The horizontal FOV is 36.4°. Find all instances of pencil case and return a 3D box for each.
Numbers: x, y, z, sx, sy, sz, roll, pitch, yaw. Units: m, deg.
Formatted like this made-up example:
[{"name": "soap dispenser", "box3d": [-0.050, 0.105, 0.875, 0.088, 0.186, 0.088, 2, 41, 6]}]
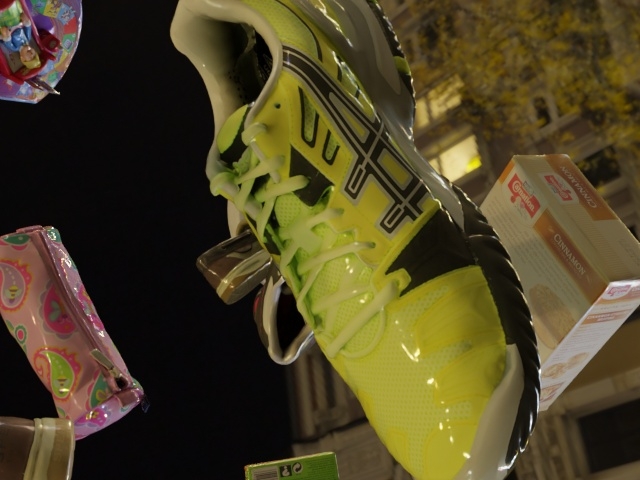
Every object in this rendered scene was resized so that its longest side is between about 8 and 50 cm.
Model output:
[{"name": "pencil case", "box3d": [-0.337, 0.117, 1.273, 0.124, 0.124, 0.284, -15, -114, -47]}]

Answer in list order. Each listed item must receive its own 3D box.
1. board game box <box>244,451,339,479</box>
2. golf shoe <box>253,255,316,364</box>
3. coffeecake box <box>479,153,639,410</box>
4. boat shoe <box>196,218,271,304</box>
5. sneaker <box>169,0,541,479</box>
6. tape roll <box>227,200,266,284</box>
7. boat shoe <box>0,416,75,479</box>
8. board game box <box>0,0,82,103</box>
[{"name": "board game box", "box3d": [-0.023, 0.425, 1.310, 0.124, 0.039, 0.260, -7, -100, -13]}, {"name": "golf shoe", "box3d": [0.000, 0.000, 1.006, 0.105, 0.273, 0.120, 13, -162, -4]}, {"name": "coffeecake box", "box3d": [0.182, 0.041, 0.839, 0.068, 0.186, 0.142, -4, -131, -33]}, {"name": "boat shoe", "box3d": [-0.072, 0.000, 1.203, 0.073, 0.080, 0.223, 44, -144, 4]}, {"name": "sneaker", "box3d": [0.004, -0.013, 0.617, 0.147, 0.145, 0.385, 2, -129, -38]}, {"name": "tape roll", "box3d": [0.008, -0.063, 1.938, 0.391, 0.072, 0.392, -4, -81, -25]}, {"name": "boat shoe", "box3d": [-0.251, 0.222, 0.655, 0.092, 0.285, 0.103, 22, -152, -18]}, {"name": "board game box", "box3d": [-0.274, -0.187, 0.895, 0.033, 0.133, 0.168, 29, -165, 26]}]
